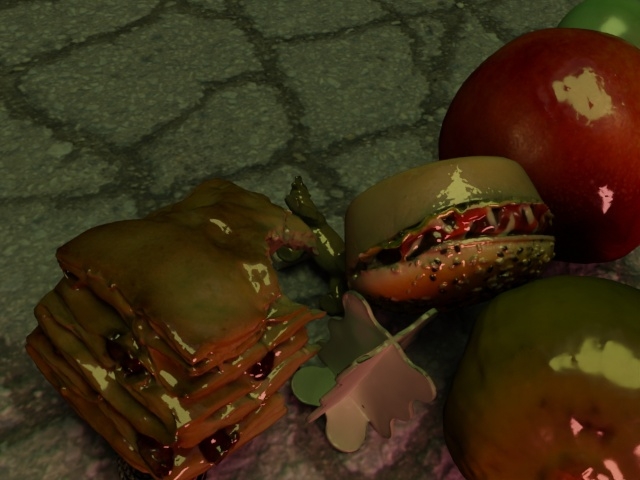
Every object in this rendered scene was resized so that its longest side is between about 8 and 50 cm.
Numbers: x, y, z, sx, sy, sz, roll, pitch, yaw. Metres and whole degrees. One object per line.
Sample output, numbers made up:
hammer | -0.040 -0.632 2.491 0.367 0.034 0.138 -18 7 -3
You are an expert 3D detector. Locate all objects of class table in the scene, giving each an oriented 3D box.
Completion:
table | 0.064 0.163 0.919 0.167 0.198 0.166 8 57 -12

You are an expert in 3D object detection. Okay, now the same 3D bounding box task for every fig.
fig | 0.317 0.188 0.877 0.344 0.343 0.343 4 48 -5

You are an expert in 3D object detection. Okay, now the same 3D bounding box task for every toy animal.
toy animal | 0.000 0.000 1.127 0.218 0.103 0.101 48 34 9

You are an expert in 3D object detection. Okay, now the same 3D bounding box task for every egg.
egg | 0.603 -0.404 1.502 0.270 0.220 0.220 -30 59 -35

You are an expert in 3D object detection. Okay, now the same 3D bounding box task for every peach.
peach | 0.386 -0.138 1.148 0.389 0.388 0.388 4 48 -5

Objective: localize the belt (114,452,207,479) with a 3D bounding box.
belt | -0.176 0.183 0.953 0.126 0.094 0.359 9 46 5

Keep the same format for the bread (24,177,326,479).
bread | -0.145 0.068 0.871 0.314 0.191 0.370 32 52 26

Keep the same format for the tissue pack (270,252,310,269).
tissue pack | -0.035 0.007 1.174 0.108 0.023 0.056 -21 56 -25

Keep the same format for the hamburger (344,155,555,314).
hamburger | 0.169 0.008 0.975 0.301 0.300 0.176 -9 75 -16
